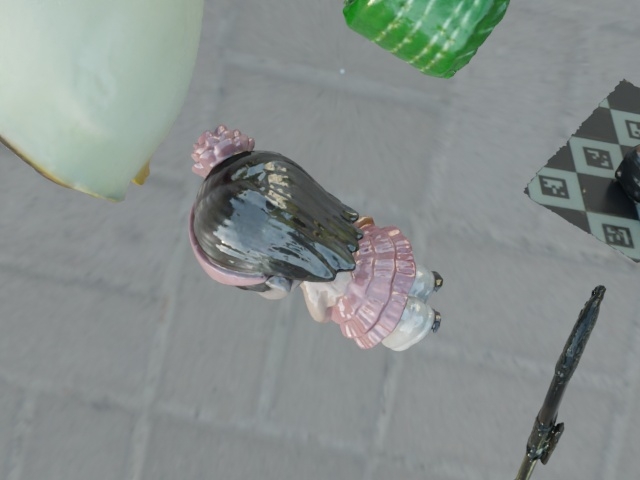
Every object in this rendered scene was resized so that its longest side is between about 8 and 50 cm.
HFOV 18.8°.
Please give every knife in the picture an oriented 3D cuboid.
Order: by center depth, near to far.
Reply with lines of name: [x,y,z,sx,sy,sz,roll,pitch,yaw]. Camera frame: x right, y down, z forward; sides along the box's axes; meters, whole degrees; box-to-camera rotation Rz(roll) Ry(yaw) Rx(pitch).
knife: [0.155,0.123,1.310,0.021,0.045,0.222,24,130,11]

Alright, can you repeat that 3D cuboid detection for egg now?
egg: [-0.177,-0.186,1.495,0.174,0.264,0.286,-25,59,25]

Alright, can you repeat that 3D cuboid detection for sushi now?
sushi: [0.312,-0.047,1.574,0.231,0.219,0.047,32,132,13]

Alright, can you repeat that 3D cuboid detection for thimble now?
thimble: [0.075,-0.171,1.218,0.090,0.118,0.130,30,123,-10]

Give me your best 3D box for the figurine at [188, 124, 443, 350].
figurine: [0.000,0.000,0.837,0.129,0.054,0.072,25,54,-28]
